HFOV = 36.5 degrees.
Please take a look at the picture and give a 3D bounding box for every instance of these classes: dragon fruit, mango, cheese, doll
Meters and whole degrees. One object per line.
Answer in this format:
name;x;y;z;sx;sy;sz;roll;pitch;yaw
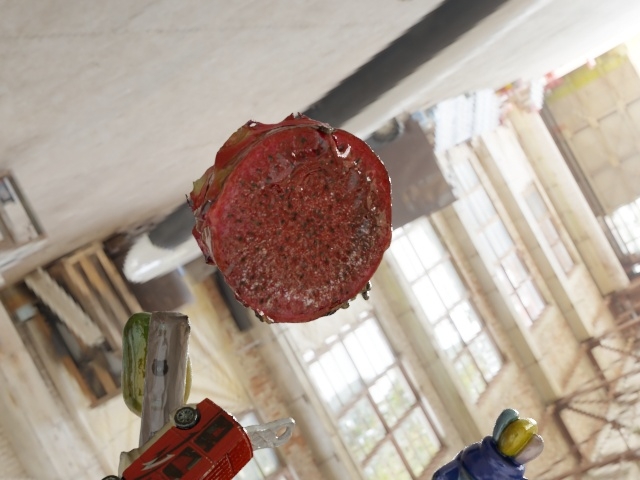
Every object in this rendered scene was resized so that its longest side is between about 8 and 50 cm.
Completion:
dragon fruit;-0.071;-0.049;1.754;0.386;0.371;0.249;9;-171;-31
mango;-0.314;0.245;1.869;0.137;0.237;0.091;-4;-156;-24
cheese;-0.154;0.302;1.354;0.249;0.071;0.163;19;111;-47
doll;0.341;0.519;1.840;0.376;0.366;0.187;-23;171;15

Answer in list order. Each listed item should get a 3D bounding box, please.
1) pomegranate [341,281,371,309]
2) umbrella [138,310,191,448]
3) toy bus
pomegranate;0.000;0.000;2.090;0.285;0.341;0.285;-30;156;-15
umbrella;-0.278;0.293;1.706;0.073;0.337;0.067;5;180;-22
toy bus;-0.176;0.285;1.166;0.195;0.089;0.081;-41;141;-29
